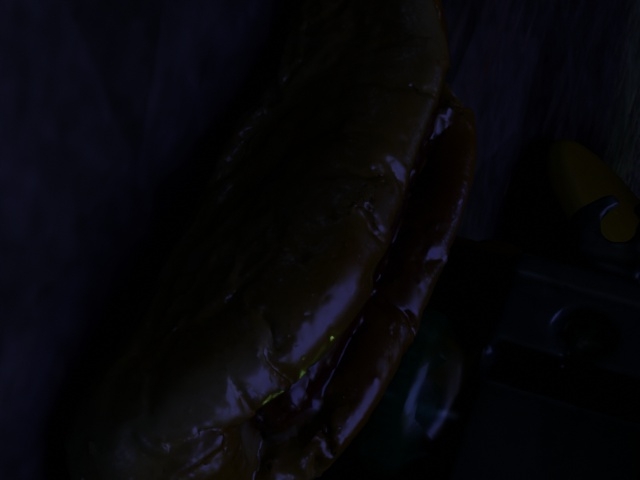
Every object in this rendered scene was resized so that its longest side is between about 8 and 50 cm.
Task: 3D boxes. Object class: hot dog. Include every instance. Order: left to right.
[{"bbox_3d":[0.000,0.000,0.441,0.243,0.073,0.084,-64,147,-31],"label":"hot dog"}]

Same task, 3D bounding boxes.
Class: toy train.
[{"bbox_3d":[0.081,0.182,0.596,0.249,0.178,0.429,76,32,-64],"label":"toy train"}]

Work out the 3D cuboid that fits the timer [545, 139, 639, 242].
[{"bbox_3d":[0.297,0.106,0.849,0.387,0.376,0.376,8,93,-55],"label":"timer"}]
